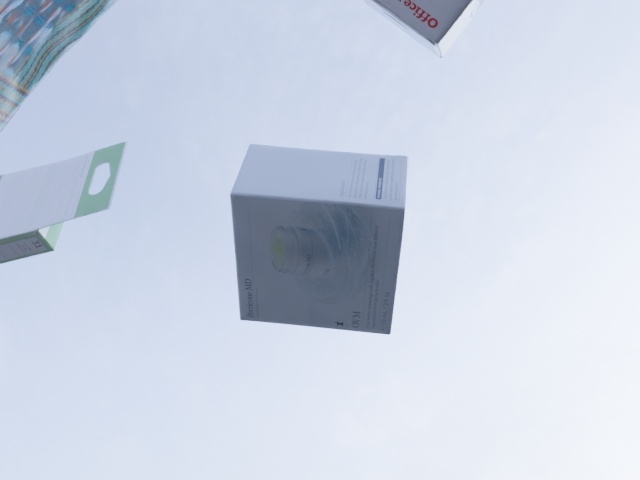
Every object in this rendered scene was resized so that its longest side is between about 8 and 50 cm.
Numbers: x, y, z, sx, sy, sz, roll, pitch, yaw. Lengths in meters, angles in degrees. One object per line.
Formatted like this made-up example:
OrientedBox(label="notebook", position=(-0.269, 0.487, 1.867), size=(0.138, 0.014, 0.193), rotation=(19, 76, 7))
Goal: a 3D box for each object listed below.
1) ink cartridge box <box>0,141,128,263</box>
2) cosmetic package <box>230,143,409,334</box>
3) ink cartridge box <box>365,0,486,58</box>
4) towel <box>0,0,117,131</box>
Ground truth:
OrientedBox(label="ink cartridge box", position=(-0.409, -0.059, 1.016), size=(0.234, 0.171, 0.056), rotation=(-12, -46, 7))
OrientedBox(label="cosmetic package", position=(0.000, 0.000, 0.915), size=(0.224, 0.138, 0.224), rotation=(5, -52, 6))
OrientedBox(label="ink cartridge box", position=(0.157, -0.355, 0.830), size=(0.191, 0.139, 0.082), rotation=(-52, -11, 12))
OrientedBox(label="towel", position=(-0.180, -0.038, 0.241), size=(0.040, 0.271, 0.370), rotation=(40, -92, -10))
